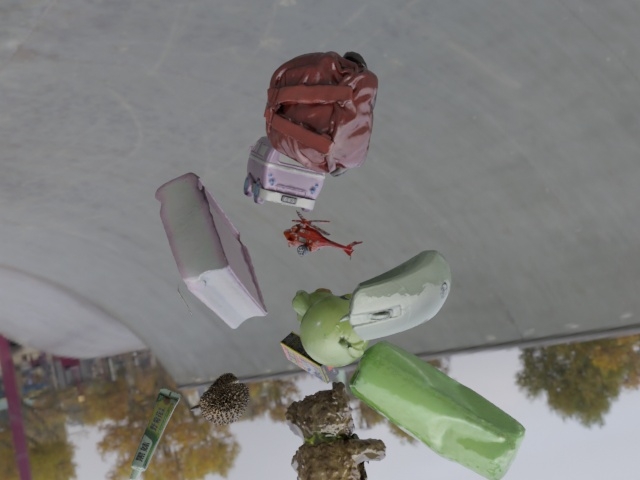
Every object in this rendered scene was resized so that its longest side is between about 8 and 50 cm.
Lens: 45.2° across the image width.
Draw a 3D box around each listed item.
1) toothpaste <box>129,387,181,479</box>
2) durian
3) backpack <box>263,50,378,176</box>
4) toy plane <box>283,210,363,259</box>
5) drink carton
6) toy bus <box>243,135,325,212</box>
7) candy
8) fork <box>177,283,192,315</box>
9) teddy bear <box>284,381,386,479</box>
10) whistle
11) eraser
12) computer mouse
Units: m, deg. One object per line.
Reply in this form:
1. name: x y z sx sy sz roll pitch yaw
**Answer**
1. toothpaste: -0.354 0.408 1.621 0.049 0.204 0.031 20 148 0
2. durian: -0.207 0.344 1.653 0.140 0.110 0.071 -12 176 -33
3. backpack: -0.009 -0.226 1.354 0.229 0.229 0.139 -17 176 38
4. toy plane: 0.004 -0.002 1.687 0.194 0.077 0.126 10 -159 15
5. drink carton: -0.027 0.302 1.997 0.056 0.071 0.165 -42 -139 -23
6. toy bus: -0.080 -0.148 1.687 0.142 0.142 0.202 9 -171 -19
7. candy: 0.216 0.323 1.469 0.343 0.142 0.132 29 178 21
8. fork: -0.377 0.165 2.127 0.012 0.115 0.016 -19 145 -18
9. teddy bear: 0.043 0.486 1.684 0.246 0.296 0.222 -22 -149 35
10. whistle: 0.018 0.140 1.486 0.141 0.141 0.294 -12 -154 -4
11. eraser: -0.257 0.034 1.853 0.122 0.272 0.359 -22 157 3
12. computer mouse: 0.109 0.076 1.019 0.181 0.089 0.056 -21 -157 -22
